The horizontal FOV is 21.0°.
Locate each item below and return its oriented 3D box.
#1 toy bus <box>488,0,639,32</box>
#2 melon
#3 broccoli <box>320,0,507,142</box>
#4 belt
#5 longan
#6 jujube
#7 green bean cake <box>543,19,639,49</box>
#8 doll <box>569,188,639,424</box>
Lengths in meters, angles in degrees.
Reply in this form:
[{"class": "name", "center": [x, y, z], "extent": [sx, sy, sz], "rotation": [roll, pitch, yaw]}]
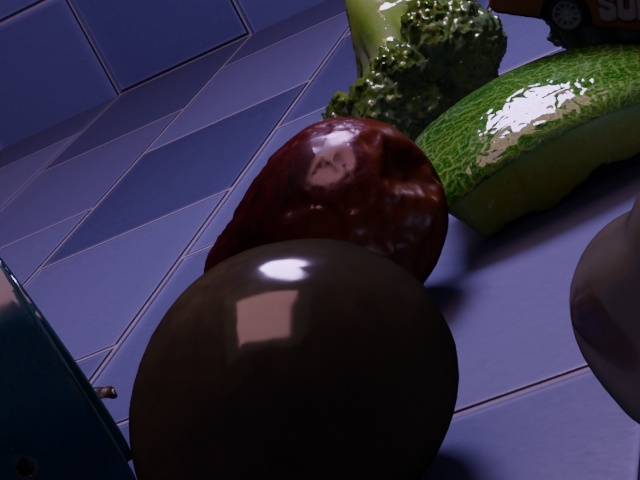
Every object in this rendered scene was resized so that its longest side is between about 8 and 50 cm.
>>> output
[{"class": "toy bus", "center": [0.360, -0.236, 1.624], "extent": [0.409, 0.092, 0.093], "rotation": [10, 33, 24]}, {"class": "melon", "center": [0.253, -0.123, 1.658], "extent": [0.323, 0.124, 0.196], "rotation": [-27, 22, 10]}, {"class": "broccoli", "center": [0.103, -0.173, 2.017], "extent": [0.302, 0.186, 0.254], "rotation": [-137, 69, -74]}, {"class": "belt", "center": [-0.286, 0.118, 1.448], "extent": [0.173, 0.300, 0.436], "rotation": [-31, 15, -14]}, {"class": "longan", "center": [-0.013, 0.109, 1.204], "extent": [0.246, 0.215, 0.246], "rotation": [-18, -25, -9]}, {"class": "jujube", "center": [0.000, 0.000, 1.595], "extent": [0.255, 0.190, 0.190], "rotation": [-36, 5, 45]}, {"class": "green bean cake", "center": [0.360, -0.274, 1.893], "extent": [0.300, 0.169, 0.308], "rotation": [-35, 16, -31]}, {"class": "doll", "center": [0.300, -0.012, 1.038], "extent": [0.370, 0.226, 0.215], "rotation": [-49, -19, -45]}]
